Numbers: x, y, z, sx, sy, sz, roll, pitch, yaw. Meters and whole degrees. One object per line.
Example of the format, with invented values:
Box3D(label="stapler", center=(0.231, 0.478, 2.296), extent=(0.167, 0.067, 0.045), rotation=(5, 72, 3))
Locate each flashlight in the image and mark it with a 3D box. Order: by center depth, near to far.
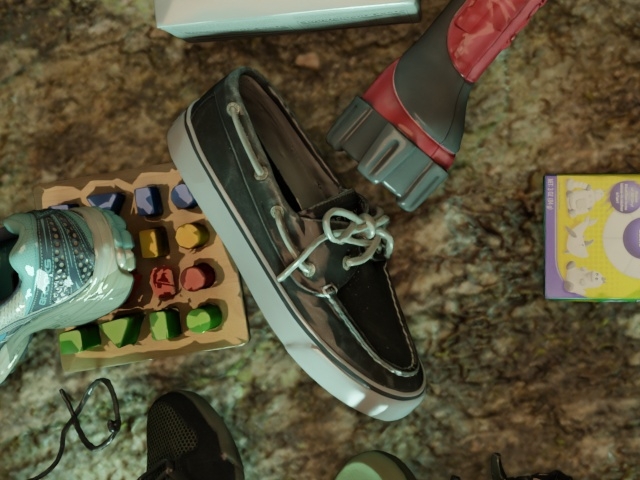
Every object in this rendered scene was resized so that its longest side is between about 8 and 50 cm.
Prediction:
Box3D(label="flashlight", center=(0.135, -0.165, 1.522), extent=(0.103, 0.103, 0.304), rotation=(42, 95, 4))

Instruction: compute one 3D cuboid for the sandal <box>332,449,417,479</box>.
Box3D(label="sandal", center=(-0.010, 0.299, 1.515), extent=(0.120, 0.086, 0.303), rotation=(34, 117, 35))

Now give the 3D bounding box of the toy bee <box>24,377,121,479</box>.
Box3D(label="toy bee", center=(-0.275, 0.263, 1.546), extent=(0.162, 0.195, 0.298), rotation=(11, 66, -36))

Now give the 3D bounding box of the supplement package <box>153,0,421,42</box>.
Box3D(label="supplement package", center=(-0.033, -0.300, 1.514), extent=(0.204, 0.145, 0.262), rotation=(-5, 90, 5))

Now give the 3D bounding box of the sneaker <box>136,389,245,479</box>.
Box3D(label="sneaker", center=(-0.127, 0.219, 1.515), extent=(0.087, 0.130, 0.227), rotation=(-35, 54, 42))

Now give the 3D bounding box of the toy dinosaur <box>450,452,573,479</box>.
Box3D(label="toy dinosaur", center=(0.137, 0.301, 1.513), extent=(0.322, 0.164, 0.218), rotation=(21, 111, 2))

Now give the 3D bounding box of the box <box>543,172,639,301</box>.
Box3D(label="box", center=(0.271, -0.003, 1.544), extent=(0.179, 0.043, 0.105), rotation=(-1, 92, 4))

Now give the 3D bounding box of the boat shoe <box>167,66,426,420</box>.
Box3D(label="boat shoe", center=(0.002, -0.001, 1.527), extent=(0.105, 0.113, 0.306), rotation=(-39, 78, 36))

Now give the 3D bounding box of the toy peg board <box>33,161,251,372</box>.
Box3D(label="toy peg board", center=(-0.153, 0.021, 1.566), extent=(0.161, 0.079, 0.160), rotation=(-9, 91, 5))

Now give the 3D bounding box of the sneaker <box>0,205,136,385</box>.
Box3D(label="sneaker", center=(-0.283, 0.047, 1.517), extent=(0.283, 0.122, 0.110), rotation=(-34, 62, 31))
